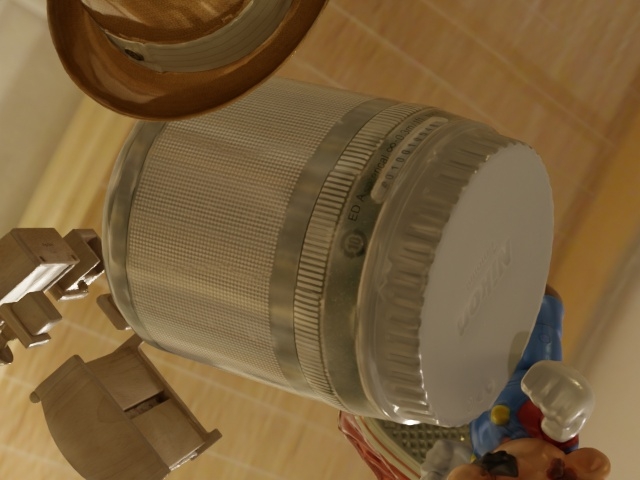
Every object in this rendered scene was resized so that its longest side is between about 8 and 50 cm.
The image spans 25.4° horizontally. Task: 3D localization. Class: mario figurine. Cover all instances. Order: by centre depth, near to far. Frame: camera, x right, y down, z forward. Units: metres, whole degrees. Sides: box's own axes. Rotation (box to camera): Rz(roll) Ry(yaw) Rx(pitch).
[{"bbox_3d":[0.142,0.152,1.126,0.170,0.198,0.320,-17,-147,9],"label":"mario figurine"}]

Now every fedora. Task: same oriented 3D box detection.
[{"bbox_3d":[-0.084,-0.159,0.763,0.194,0.079,0.194,-10,-113,24],"label":"fedora"}]

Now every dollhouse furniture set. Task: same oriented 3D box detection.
[{"bbox_3d":[-0.232,0.177,1.409,0.174,0.303,0.355,-40,-96,10],"label":"dollhouse furniture set"}]

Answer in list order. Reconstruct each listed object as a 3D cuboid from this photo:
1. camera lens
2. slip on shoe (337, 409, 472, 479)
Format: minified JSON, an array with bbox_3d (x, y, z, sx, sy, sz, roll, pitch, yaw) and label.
[{"bbox_3d":[0.000,0.000,1.009,0.274,0.219,0.219,15,-101,31],"label":"camera lens"},{"bbox_3d":[0.142,0.247,1.338,0.123,0.331,0.101,-46,-175,-30],"label":"slip on shoe"}]
